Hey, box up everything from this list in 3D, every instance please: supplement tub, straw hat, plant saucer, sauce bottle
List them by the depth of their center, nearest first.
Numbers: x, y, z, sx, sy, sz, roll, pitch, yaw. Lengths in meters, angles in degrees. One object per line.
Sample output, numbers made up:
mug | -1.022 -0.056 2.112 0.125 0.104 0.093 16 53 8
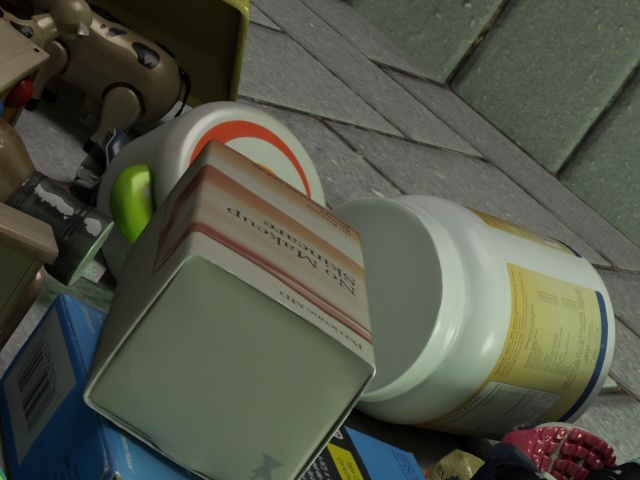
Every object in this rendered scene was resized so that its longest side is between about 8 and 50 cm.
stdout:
sauce bottle | -0.334 -0.087 1.450 0.344 0.111 0.111 33 15 -3
straw hat | 0.131 0.232 1.585 0.144 0.061 0.144 32 16 -10
supplement tub | 0.133 0.080 1.725 0.316 0.228 0.228 17 24 -50
plant saucer | -0.222 -0.300 1.990 0.332 0.081 0.333 28 -19 3

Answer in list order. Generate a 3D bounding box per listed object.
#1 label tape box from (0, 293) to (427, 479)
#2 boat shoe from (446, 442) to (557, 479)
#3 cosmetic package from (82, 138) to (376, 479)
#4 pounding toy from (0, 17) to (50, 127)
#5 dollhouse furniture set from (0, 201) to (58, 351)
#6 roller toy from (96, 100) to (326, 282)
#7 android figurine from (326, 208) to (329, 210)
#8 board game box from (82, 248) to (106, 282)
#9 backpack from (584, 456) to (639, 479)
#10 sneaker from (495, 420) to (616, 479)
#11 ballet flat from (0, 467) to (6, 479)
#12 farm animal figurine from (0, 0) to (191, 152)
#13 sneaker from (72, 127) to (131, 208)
label tape box | -0.054 0.195 1.215 0.333 0.106 0.241 28 16 -27
boat shoe | 0.216 0.300 1.321 0.341 0.127 0.158 59 -4 -23
cosmetic package | -0.059 0.048 1.202 0.153 0.129 0.296 33 14 -12
pounding toy | -0.314 -0.117 1.571 0.100 0.141 0.130 37 35 4
dollhouse furniture set | -0.290 -0.006 1.209 0.212 0.161 0.242 26 18 -29
roller toy | -0.103 -0.020 1.578 0.209 0.146 0.191 45 52 -21
android figurine | 0.000 0.000 1.957 0.248 0.056 0.273 47 11 36
board game box | -0.246 -0.006 1.569 0.090 0.020 0.090 27 17 -28
backpack | 0.408 0.313 1.643 0.290 0.273 0.355 38 37 19
sneaker | 0.224 0.239 1.664 0.112 0.121 0.299 30 -6 29
ballet flat | -0.207 0.182 1.006 0.231 0.077 0.077 45 34 24
farm animal figurine | -0.283 -0.223 1.846 0.326 0.172 0.330 31 16 -17
sneaker | -0.159 -0.050 1.759 0.163 0.086 0.226 40 17 7
